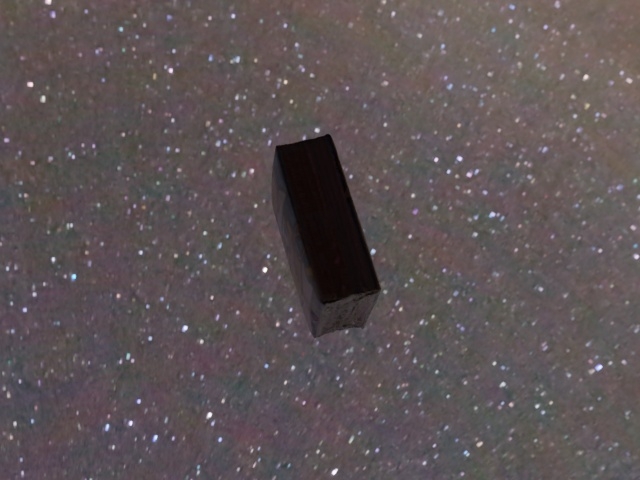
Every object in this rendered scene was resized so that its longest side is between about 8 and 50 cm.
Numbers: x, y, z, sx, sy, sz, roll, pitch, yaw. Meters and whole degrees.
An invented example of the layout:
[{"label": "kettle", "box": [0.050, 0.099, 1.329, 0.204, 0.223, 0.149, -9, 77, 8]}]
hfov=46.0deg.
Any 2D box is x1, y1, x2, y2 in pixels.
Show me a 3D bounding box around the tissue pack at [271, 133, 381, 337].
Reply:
[{"label": "tissue pack", "box": [0.000, 0.000, 0.685, 0.065, 0.115, 0.155, -14, -110, -11]}]
